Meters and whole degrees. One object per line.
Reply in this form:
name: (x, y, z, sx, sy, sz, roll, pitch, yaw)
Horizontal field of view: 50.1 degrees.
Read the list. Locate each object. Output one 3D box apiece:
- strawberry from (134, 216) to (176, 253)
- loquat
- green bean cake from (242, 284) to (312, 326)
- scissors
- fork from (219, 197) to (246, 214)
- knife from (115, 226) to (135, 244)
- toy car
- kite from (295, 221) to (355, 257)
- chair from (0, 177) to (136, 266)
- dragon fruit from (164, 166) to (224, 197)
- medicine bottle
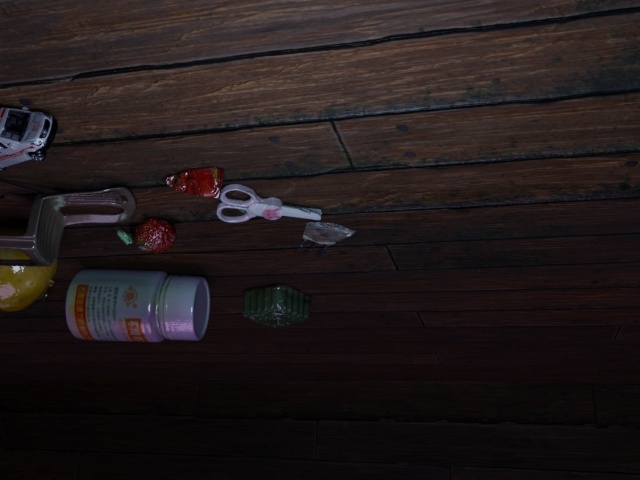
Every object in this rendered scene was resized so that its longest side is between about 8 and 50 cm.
strawberry: (-0.413, -0.008, 1.712, 0.106, 0.106, 0.106, 3, 158, 1)
loquat: (-0.812, 0.078, 1.824, 0.244, 0.244, 0.244, 3, 158, 1)
green bean cake: (-0.142, 0.216, 2.215, 0.173, 0.094, 0.181, -14, 153, 34)
scissors: (-0.115, -0.072, 1.577, 0.242, 0.030, 0.118, 7, 141, -16)
fork: (-0.222, -0.087, 1.588, 0.235, 0.021, 0.039, 15, 152, -26)
knife: (-0.488, -0.014, 1.720, 0.054, 0.015, 0.212, 45, 176, -7)
toy car: (-0.594, -0.200, 1.291, 0.210, 0.089, 0.108, -7, 150, 32)
kite: (0.000, 0.003, 1.780, 0.127, 0.016, 0.229, 13, 156, -13)
chair: (-0.605, -0.036, 1.567, 0.326, 0.183, 0.175, 5, 158, 1)
dragon fruit: (-0.274, -0.115, 1.474, 0.131, 0.063, 0.097, 5, 157, -2)
medicine bottle: (-0.545, 0.198, 2.074, 0.388, 0.219, 0.219, 2, 158, 5)
